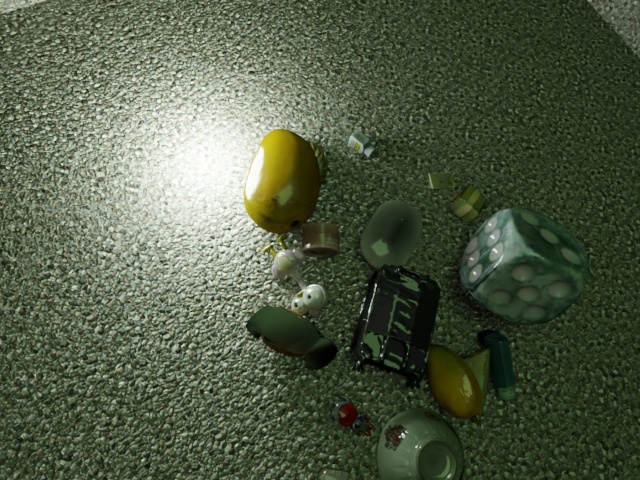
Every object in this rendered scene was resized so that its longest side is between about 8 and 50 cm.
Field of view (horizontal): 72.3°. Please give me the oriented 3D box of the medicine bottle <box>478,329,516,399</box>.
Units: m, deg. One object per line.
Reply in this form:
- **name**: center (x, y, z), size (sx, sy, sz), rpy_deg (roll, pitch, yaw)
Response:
- **medicine bottle**: center (0.700, 0.482, 1.719), size (0.079, 0.124, 0.258), rpy_deg (-8, 84, -16)

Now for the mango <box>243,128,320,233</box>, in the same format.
- **mango**: center (-0.153, -0.244, 1.757), size (0.300, 0.232, 0.445), rpy_deg (-1, 69, 8)

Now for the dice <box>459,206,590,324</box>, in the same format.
- **dice**: center (0.766, 0.093, 1.682), size (0.349, 0.330, 0.327), rpy_deg (23, 39, -2)

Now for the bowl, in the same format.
- **bowl**: center (0.378, 0.768, 1.535), size (0.338, 0.157, 0.336), rpy_deg (3, 72, -8)

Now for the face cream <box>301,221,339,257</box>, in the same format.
- **face cream**: center (0.000, 0.000, 1.743), size (0.149, 0.149, 0.104), rpy_deg (2, 72, -8)

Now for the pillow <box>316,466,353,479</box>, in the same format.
- **pillow**: center (0.028, 0.903, 1.496), size (0.131, 0.038, 0.232), rpy_deg (17, 69, 0)

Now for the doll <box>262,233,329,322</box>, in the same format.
- **doll**: center (-0.087, 0.155, 1.695), size (0.160, 0.094, 0.365), rpy_deg (-35, 72, 14)

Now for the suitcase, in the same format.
- **suitcase**: center (0.290, 0.311, 1.657), size (0.283, 0.194, 0.433), rpy_deg (18, 69, -2)

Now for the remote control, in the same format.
- **remote control**: center (0.298, -0.024, 1.822), size (0.221, 0.103, 0.332), rpy_deg (34, 70, -3)

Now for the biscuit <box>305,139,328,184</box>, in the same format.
- **biscuit**: center (-0.062, -0.344, 1.912), size (0.187, 0.036, 0.273), rpy_deg (-28, 77, -17)

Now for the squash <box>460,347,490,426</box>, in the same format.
- **squash**: center (0.623, 0.554, 1.672), size (0.093, 0.170, 0.252), rpy_deg (2, 62, -56)

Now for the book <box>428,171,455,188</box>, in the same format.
- **book**: center (0.552, -0.273, 1.996), size (0.111, 0.014, 0.077), rpy_deg (-5, 72, -10)

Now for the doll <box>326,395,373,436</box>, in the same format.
- **doll**: center (0.103, 0.637, 1.590), size (0.195, 0.062, 0.104), rpy_deg (35, 87, -5)

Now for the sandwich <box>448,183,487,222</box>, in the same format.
- **sandwich**: center (0.672, -0.184, 1.917), size (0.117, 0.144, 0.187), rpy_deg (44, 71, 5)

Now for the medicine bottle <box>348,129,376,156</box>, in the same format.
- **medicine bottle**: center (0.187, -0.429, 1.960), size (0.118, 0.074, 0.055), rpy_deg (41, 70, 5)

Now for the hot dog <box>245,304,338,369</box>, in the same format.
- **hot dog**: center (-0.113, 0.363, 1.629), size (0.326, 0.107, 0.194), rpy_deg (44, 80, -3)

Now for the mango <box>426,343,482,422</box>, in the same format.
- **mango**: center (0.491, 0.529, 1.641), size (0.177, 0.119, 0.316), rpy_deg (-37, 62, 25)
